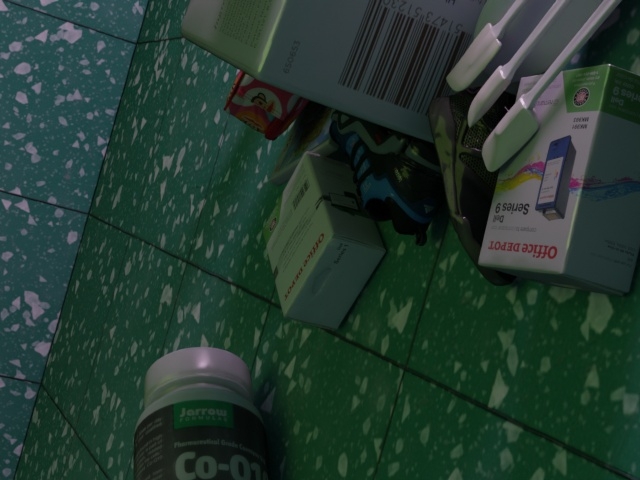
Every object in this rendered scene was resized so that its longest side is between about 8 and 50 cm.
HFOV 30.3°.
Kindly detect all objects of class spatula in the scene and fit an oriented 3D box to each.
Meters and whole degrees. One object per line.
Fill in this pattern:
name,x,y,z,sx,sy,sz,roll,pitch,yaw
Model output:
spatula,0.223,-0.203,1.220,0.242,0.019,0.168,-51,34,33

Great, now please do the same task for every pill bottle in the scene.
pill bottle,-0.178,0.351,1.763,0.204,0.204,0.361,-55,31,38

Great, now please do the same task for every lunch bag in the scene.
lunch bag,-0.029,-0.320,1.878,0.293,0.120,0.258,-55,6,26

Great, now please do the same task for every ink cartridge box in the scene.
ink cartridge box,0.000,0.000,1.723,0.160,0.093,0.219,-59,28,28
ink cartridge box,0.257,-0.060,1.195,0.154,0.093,0.212,8,84,66

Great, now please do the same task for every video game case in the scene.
video game case,0.003,-0.196,1.867,0.212,0.023,0.193,-26,38,60

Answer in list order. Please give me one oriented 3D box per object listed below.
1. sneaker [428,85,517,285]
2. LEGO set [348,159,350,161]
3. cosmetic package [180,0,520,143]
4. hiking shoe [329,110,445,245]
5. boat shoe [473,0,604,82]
sneaker,0.206,-0.069,1.311,0.130,0.087,0.227,-17,76,29
LEGO set,0.062,-0.156,1.781,0.083,0.024,0.054,116,160,-55
cosmetic package,0.058,-0.337,1.507,0.394,0.330,0.327,40,112,64
hiking shoe,0.075,-0.097,1.593,0.132,0.113,0.304,-70,24,9
boat shoe,0.283,-0.295,1.277,0.102,0.108,0.301,-33,-17,-53
